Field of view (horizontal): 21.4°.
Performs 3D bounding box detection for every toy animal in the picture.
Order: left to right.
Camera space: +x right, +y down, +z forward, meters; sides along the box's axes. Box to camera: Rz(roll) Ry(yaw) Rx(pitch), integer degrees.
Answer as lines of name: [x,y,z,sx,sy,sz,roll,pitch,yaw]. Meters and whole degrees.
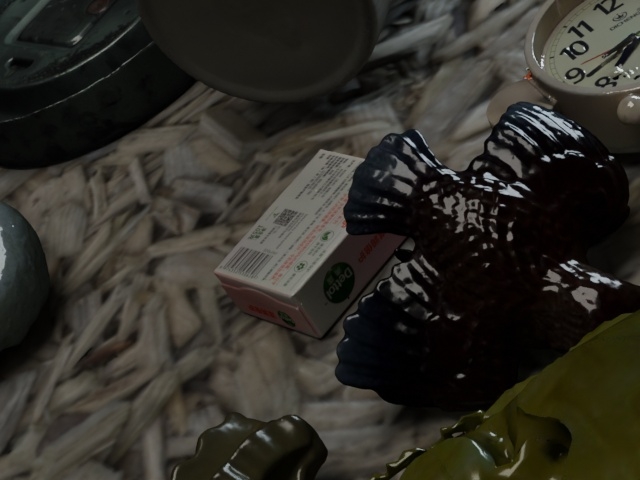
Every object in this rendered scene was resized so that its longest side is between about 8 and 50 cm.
toy animal: [0.104,0.011,0.983,0.218,0.116,0.179,-51,39,-13]

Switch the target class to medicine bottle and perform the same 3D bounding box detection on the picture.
medicine bottle: [-0.004,-0.301,1.344,0.224,0.224,0.384,-11,41,29]

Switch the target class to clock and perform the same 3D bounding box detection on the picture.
clock: [-0.206,-0.190,1.511,0.312,0.061,0.312,-21,37,17]
clock: [0.215,-0.122,1.101,0.229,0.063,0.155,-33,38,-3]

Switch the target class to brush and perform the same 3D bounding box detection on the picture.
brush: [-0.106,0.217,0.949,0.084,0.071,0.301,1,44,52]

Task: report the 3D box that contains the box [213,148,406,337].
box: [0.000,0.000,1.142,0.089,0.043,0.125,17,59,48]

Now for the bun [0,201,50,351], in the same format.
bun: [-0.266,0.038,1.267,0.141,0.083,0.141,-10,62,19]

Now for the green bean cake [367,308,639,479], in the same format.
green bean cake: [0.149,0.163,0.701,0.285,0.202,0.310,-36,35,1]

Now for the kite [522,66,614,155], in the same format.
kite: [0.171,-0.071,1.126,0.125,0.008,0.222,-4,45,31]
